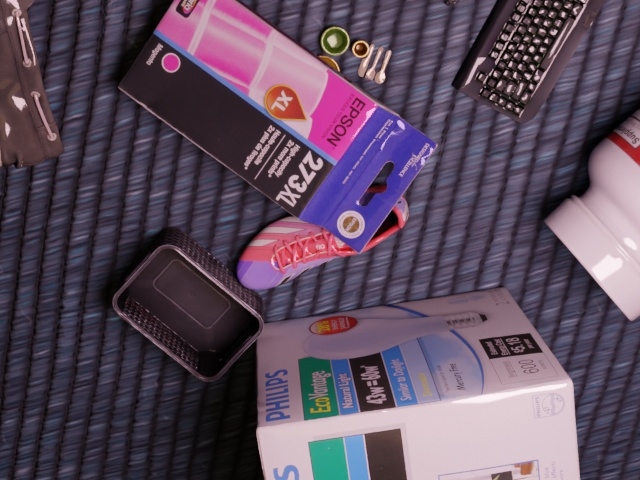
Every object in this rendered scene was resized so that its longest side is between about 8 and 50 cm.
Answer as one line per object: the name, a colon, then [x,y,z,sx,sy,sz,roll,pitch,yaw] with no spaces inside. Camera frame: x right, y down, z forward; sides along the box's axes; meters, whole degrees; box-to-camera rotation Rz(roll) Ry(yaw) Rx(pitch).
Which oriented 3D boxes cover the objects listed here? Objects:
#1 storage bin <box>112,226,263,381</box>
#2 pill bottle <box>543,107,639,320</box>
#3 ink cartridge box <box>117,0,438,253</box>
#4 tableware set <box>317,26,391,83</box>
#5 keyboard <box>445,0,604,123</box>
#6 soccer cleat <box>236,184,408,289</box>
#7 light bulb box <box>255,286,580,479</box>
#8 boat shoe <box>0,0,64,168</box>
storage bin: [-0.174,0.085,1.506,0.180,0.084,0.122,41,101,-13]
pill bottle: [0.491,-0.094,1.414,0.408,0.229,0.229,-42,105,9]
ink cartridge box: [-0.054,-0.156,1.403,0.371,0.069,0.176,36,101,1]
tableware set: [0.024,-0.194,1.463,0.104,0.024,0.154,20,105,-9]
keyboard: [0.264,-0.325,1.433,0.201,0.033,0.317,26,103,-10]
soccer cleat: [0.000,0.000,1.483,0.248,0.095,0.083,-24,107,4]
light bulb box: [0.106,0.237,1.426,0.361,0.358,0.225,-9,105,-2]
boat shoe: [-0.378,-0.253,1.386,0.095,0.112,0.335,-8,114,-19]
